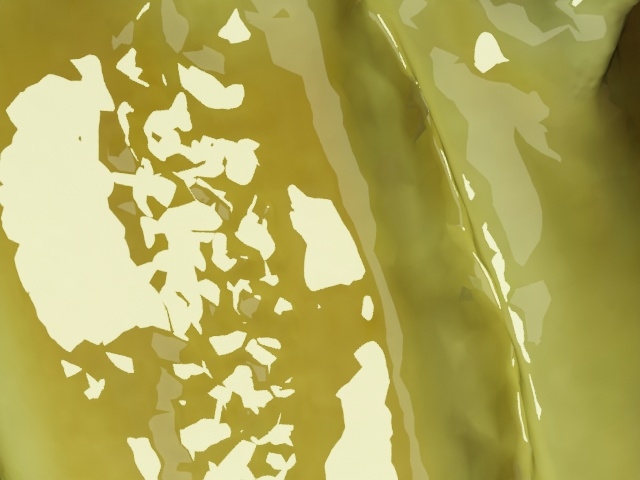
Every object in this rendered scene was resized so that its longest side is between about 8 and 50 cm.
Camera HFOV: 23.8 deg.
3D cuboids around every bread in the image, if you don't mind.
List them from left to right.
[{"bbox_3d":[0.000,0.000,0.678,0.348,0.253,0.376,-14,102,16],"label":"bread"}]
